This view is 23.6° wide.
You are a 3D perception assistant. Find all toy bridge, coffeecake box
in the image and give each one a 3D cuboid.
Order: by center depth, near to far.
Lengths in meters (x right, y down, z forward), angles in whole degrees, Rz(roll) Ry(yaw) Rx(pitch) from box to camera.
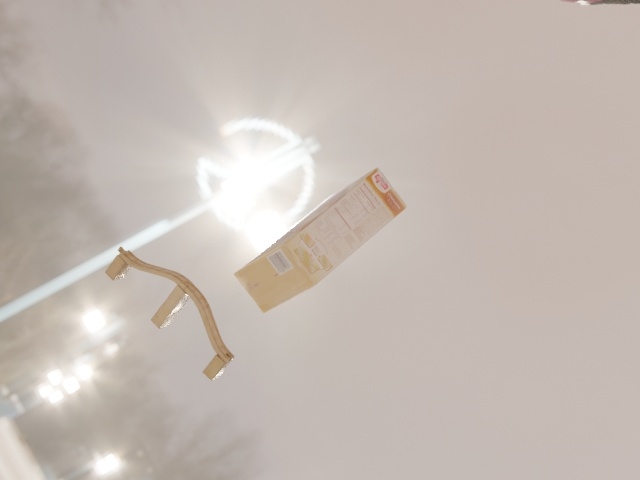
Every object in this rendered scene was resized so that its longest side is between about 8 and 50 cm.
[{"bbox_3d":[-0.167,0.072,1.745,0.188,0.063,0.026,44,24,14],"label":"toy bridge"},{"bbox_3d":[0.000,0.000,1.955,0.068,0.185,0.142,53,-34,-4],"label":"coffeecake box"}]

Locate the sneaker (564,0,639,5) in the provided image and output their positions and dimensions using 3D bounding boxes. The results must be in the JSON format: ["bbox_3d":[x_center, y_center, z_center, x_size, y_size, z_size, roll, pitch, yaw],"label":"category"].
[{"bbox_3d":[0.460,-0.411,2.309,0.112,0.299,0.121,-23,-109,55],"label":"sneaker"}]
